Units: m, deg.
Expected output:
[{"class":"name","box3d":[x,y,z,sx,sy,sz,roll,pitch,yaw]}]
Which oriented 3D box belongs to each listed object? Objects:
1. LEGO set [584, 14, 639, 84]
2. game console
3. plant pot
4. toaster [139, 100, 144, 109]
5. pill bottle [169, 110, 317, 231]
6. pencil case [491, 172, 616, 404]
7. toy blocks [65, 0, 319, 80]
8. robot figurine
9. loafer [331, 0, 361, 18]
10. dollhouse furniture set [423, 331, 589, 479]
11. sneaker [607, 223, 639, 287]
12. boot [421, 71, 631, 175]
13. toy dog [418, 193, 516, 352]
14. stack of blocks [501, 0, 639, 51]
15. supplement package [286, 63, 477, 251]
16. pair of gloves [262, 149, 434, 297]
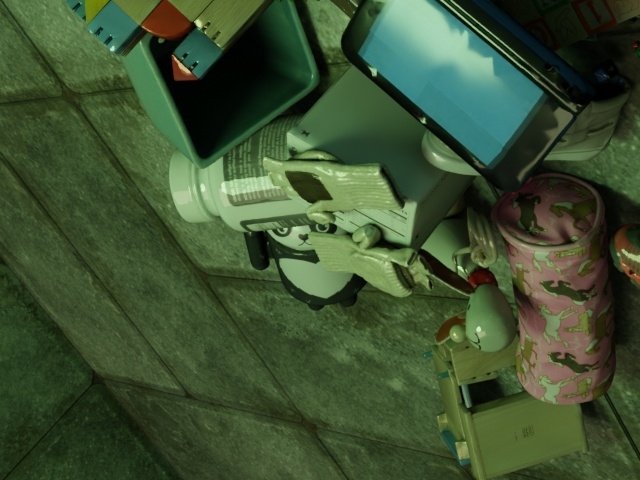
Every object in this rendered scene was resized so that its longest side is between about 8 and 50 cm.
[{"class":"LEGO set","box3d":[0.354,-0.289,1.366,0.182,0.060,0.244,17,135,43]},{"class":"game console","box3d":[0.141,-0.195,1.327,0.293,0.173,0.250,41,-165,9]},{"class":"plant pot","box3d":[-0.196,-0.306,1.806,0.252,0.247,0.248,33,154,43]},{"class":"toaster","box3d":[-0.206,-0.243,2.029,0.168,0.110,0.185,43,152,-2]},{"class":"pill bottle","box3d":[-0.066,-0.106,1.862,0.318,0.176,0.176,-6,132,20]},{"class":"pencil case","box3d":[0.348,0.076,1.751,0.167,0.160,0.386,5,139,19]},{"class":"toy blocks","box3d":[-0.222,-0.353,1.543,0.381,0.261,0.191,43,-178,-5]},{"class":"robot figurine","box3d":[-0.002,0.002,2.052,0.173,0.209,0.278,40,156,38]},{"class":"loafer","box3d":[0.104,-0.317,1.562,0.366,0.134,0.130,45,-177,3]},{"class":"dollhouse furniture set","box3d":[0.310,0.245,2.131,0.303,0.198,0.287,-128,23,-73]},{"class":"sneaker","box3d":[0.511,0.033,1.551,0.276,0.098,0.135,27,149,20]},{"class":"boot","box3d":[0.257,-0.158,1.486,0.123,0.258,0.095,104,152,-52]},{"class":"toy dog","box3d":[0.172,0.041,1.782,0.334,0.161,0.220,-101,-7,-73]},{"class":"stack of blocks","box3d":[0.311,-0.325,1.255,0.297,0.087,0.171,-19,104,55]},{"class":"supplement package","box3d":[0.110,-0.139,1.625,0.204,0.262,0.145,30,151,18]},{"class":"pair of gloves","box3d":[0.039,-0.017,1.562,0.204,0.042,0.240,14,144,38]}]
